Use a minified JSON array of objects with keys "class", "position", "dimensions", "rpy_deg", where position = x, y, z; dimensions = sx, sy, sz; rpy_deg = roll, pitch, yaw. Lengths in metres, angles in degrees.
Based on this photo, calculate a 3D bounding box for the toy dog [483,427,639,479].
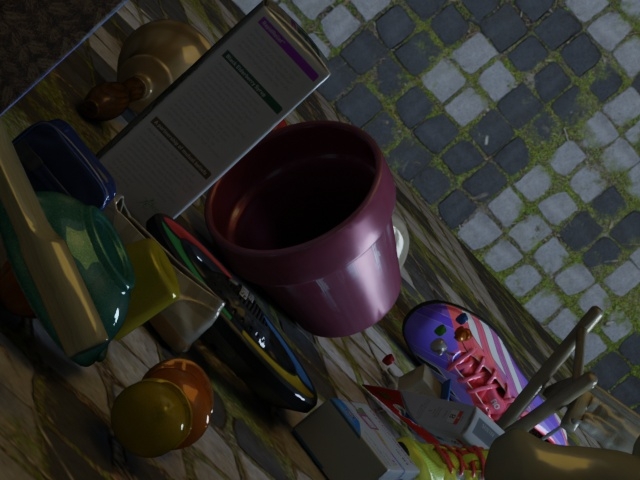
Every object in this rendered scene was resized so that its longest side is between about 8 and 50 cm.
[{"class":"toy dog","position":[0.224,0.340,1.490],"dimensions":[0.395,0.284,0.408],"rpy_deg":[58,18,19]}]

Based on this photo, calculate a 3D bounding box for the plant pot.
[{"class":"plant pot","position":[0.000,0.000,2.065],"dimensions":[0.201,0.201,0.180],"rpy_deg":[59,-3,48]}]

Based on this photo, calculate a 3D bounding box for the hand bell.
[{"class":"hand bell","position":[-0.205,-0.161,2.074],"dimensions":[0.126,0.126,0.242],"rpy_deg":[49,22,-1]}]

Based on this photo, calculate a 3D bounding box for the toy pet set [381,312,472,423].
[{"class":"toy pet set","position":[0.135,0.162,2.255],"dimensions":[0.065,0.122,0.114],"rpy_deg":[52,23,-18]}]

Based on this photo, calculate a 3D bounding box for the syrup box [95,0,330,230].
[{"class":"syrup box","position":[-0.105,-0.121,1.846],"dimensions":[0.096,0.237,0.093],"rpy_deg":[47,8,-11]}]

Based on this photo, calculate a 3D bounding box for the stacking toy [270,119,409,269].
[{"class":"stacking toy","position":[-0.027,-0.061,2.421],"dimensions":[0.141,0.141,0.330],"rpy_deg":[40,6,-47]}]

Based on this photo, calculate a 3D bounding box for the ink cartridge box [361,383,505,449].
[{"class":"ink cartridge box","position":[0.139,0.221,2.128],"dimensions":[0.179,0.045,0.145],"rpy_deg":[4,-30,46]}]

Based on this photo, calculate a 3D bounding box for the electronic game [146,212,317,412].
[{"class":"electronic game","position":[-0.080,0.066,1.749],"dimensions":[0.229,0.048,0.229],"rpy_deg":[49,5,-6]}]

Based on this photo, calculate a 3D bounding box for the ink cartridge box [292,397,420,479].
[{"class":"ink cartridge box","position":[0.035,0.197,1.787],"dimensions":[0.088,0.052,0.122],"rpy_deg":[51,8,16]}]

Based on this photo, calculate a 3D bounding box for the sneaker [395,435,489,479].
[{"class":"sneaker","position":[0.144,0.242,2.001],"dimensions":[0.208,0.094,0.081],"rpy_deg":[37,16,-49]}]

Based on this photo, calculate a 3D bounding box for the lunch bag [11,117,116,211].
[{"class":"lunch bag","position":[-0.213,-0.046,1.546],"dimensions":[0.098,0.067,0.065],"rpy_deg":[50,9,-2]}]

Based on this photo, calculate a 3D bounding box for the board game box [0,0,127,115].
[{"class":"board game box","position":[-0.247,-0.244,1.687],"dimensions":[0.141,0.232,0.291],"rpy_deg":[48,9,-11]}]

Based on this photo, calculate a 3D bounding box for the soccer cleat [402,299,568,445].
[{"class":"soccer cleat","position":[0.230,0.208,2.572],"dimensions":[0.318,0.108,0.116],"rpy_deg":[49,12,-20]}]

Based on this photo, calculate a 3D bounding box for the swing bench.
[{"class":"swing bench","position":[0.347,0.268,2.344],"dimensions":[0.253,0.255,0.165],"rpy_deg":[36,30,-9]}]

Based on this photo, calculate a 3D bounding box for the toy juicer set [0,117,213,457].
[{"class":"toy juicer set","position":[-0.169,0.053,1.312],"dimensions":[0.209,0.089,0.329],"rpy_deg":[68,8,25]}]

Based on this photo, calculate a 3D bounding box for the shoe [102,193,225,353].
[{"class":"shoe","position":[-0.167,-0.004,1.619],"dimensions":[0.219,0.058,0.076],"rpy_deg":[49,8,0]}]
